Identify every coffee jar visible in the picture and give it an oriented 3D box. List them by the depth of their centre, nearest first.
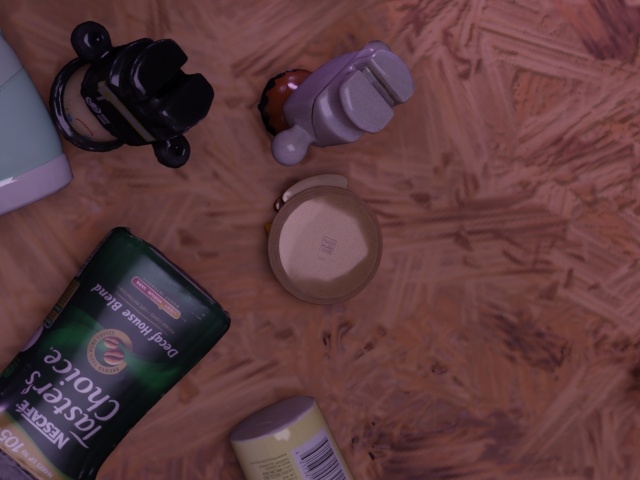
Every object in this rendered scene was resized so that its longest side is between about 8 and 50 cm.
[{"bbox_3d":[-0.146,0.088,0.939,0.096,0.079,0.184,41,82,-10],"label":"coffee jar"}]

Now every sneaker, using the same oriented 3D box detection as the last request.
[{"bbox_3d":[-0.288,-0.057,0.898,0.256,0.094,0.151,-24,101,-22],"label":"sneaker"}]

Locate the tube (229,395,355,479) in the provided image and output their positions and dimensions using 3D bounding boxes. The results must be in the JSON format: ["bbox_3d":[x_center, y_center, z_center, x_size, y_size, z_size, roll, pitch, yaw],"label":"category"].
[{"bbox_3d":[0.015,0.218,0.992,0.070,0.062,0.240,-19,102,31],"label":"tube"}]

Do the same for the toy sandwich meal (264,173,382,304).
[{"bbox_3d":[0.000,0.000,1.000,0.086,0.029,0.085,-1,94,-16],"label":"toy sandwich meal"}]

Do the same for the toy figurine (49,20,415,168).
[{"bbox_3d":[-0.055,-0.149,0.924,0.210,0.148,0.213,-1,90,-28],"label":"toy figurine"}]
